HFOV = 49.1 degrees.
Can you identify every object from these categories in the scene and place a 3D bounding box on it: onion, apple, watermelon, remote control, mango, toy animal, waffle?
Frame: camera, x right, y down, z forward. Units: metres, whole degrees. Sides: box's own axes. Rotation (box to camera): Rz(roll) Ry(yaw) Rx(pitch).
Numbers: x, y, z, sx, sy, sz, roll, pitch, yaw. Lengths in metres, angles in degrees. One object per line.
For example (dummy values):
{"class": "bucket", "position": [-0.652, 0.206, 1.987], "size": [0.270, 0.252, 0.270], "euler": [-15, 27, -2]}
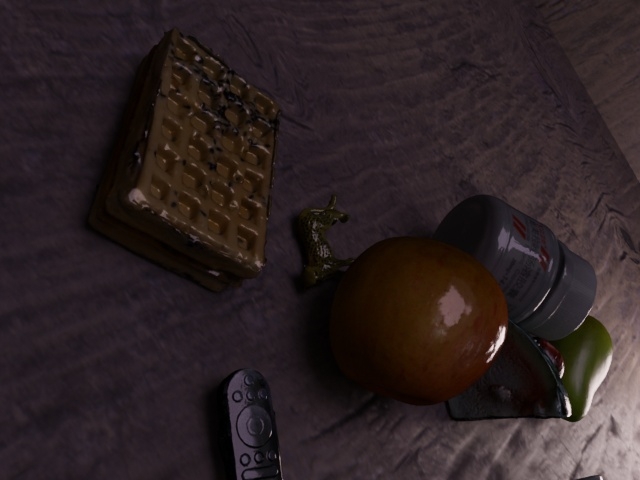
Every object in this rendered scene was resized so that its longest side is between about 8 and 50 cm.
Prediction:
{"class": "onion", "position": [0.479, 0.279, 1.568], "size": [0.131, 0.131, 0.131], "euler": [27, 48, -35]}
{"class": "apple", "position": [0.159, 0.144, 1.185], "size": [0.299, 0.299, 0.275], "euler": [40, 61, -23]}
{"class": "watermelon", "position": [0.331, 0.259, 1.371], "size": [0.289, 0.214, 0.320], "euler": [58, -7, -3]}
{"class": "remote control", "position": [-0.098, 0.314, 0.971], "size": [0.090, 0.066, 0.265], "euler": [2, 68, -33]}
{"class": "mango", "position": [0.623, 0.304, 1.714], "size": [0.175, 0.143, 0.293], "euler": [51, 49, -21]}
{"class": "toy animal", "position": [0.000, 0.000, 1.272], "size": [0.136, 0.073, 0.181], "euler": [-1, 70, -40]}
{"class": "waffle", "position": [-0.189, -0.129, 1.107], "size": [0.261, 0.114, 0.376], "euler": [31, 46, -31]}

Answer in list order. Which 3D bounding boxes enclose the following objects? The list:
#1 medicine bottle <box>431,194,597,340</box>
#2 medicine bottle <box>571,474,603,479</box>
{"class": "medicine bottle", "position": [0.406, 0.065, 1.499], "size": [0.306, 0.245, 0.245], "euler": [26, 48, -19]}
{"class": "medicine bottle", "position": [0.586, 0.674, 1.446], "size": [0.110, 0.110, 0.351], "euler": [9, 59, -45]}
